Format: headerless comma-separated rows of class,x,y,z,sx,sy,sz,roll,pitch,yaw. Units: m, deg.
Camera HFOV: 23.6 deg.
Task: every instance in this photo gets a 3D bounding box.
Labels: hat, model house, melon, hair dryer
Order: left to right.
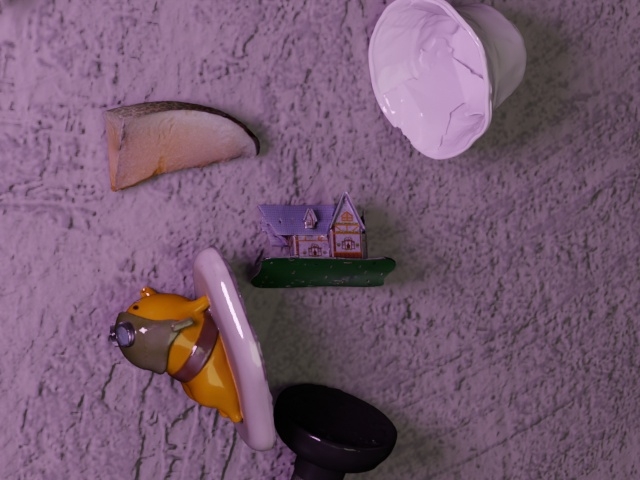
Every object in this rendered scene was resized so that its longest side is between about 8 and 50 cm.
melon,-0.153,-0.117,1.724,0.182,0.054,0.098,-15,119,-25
hair dryer,-0.085,0.334,1.855,0.284,0.155,0.320,13,107,-43
model house,0.000,0.000,1.828,0.167,0.117,0.088,-1,71,-8
hat,0.166,-0.210,1.820,0.126,0.203,0.203,-28,119,-37

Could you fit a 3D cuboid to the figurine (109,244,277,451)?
figurine,-0.150,0.144,1.741,0.141,0.166,0.250,-19,98,-19
